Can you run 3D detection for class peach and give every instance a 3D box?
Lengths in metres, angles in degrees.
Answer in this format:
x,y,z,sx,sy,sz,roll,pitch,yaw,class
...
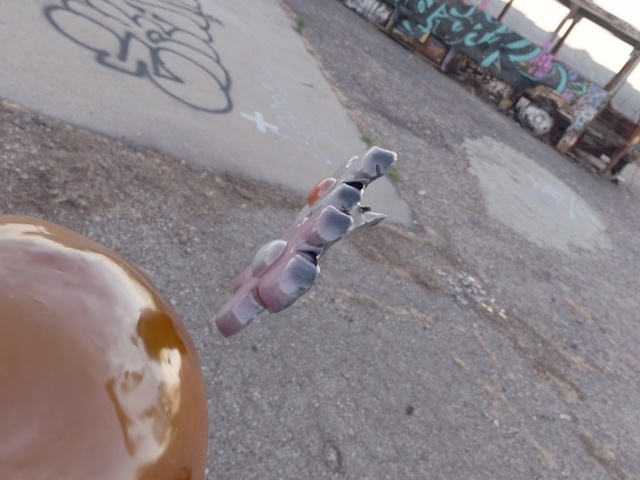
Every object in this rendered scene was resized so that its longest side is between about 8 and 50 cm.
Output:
x,y,z,sx,sy,sz,roll,pitch,yaw,class
-0.242,0.146,0.382,0.343,0.342,0.302,41,13,22,peach

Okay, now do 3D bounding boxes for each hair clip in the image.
x,y,z,sx,sy,sz,roll,pitch,yaw,class
-0.005,-0.006,0.502,0.075,0.146,0.257,56,43,-9,hair clip

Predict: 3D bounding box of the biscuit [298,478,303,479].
x,y,z,sx,sy,sz,roll,pitch,yaw,class
-0.047,0.474,0.941,0.015,0.078,0.091,21,34,-7,biscuit
